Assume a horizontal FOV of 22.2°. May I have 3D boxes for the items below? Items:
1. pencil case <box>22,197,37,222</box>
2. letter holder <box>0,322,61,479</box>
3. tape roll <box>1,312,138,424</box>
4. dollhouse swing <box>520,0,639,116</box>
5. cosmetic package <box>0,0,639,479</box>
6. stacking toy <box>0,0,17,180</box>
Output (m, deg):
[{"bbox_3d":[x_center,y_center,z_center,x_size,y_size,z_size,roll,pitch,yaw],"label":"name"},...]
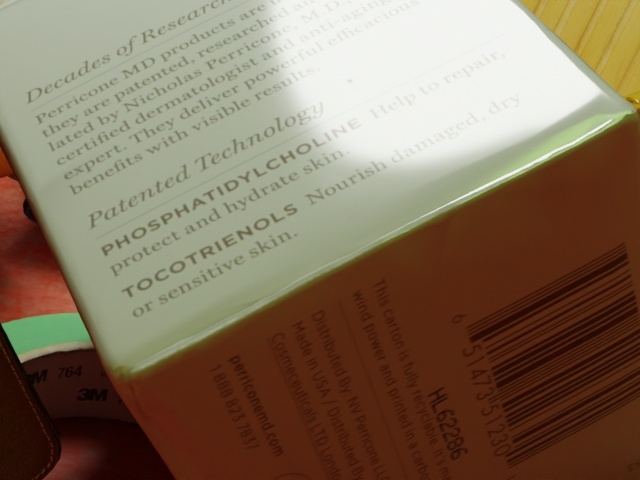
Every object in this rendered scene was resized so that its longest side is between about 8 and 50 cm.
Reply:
[{"bbox_3d":[-0.205,-0.159,1.562,0.133,0.306,0.119,-4,-16,29],"label":"pencil case"},{"bbox_3d":[-0.356,0.129,1.114,0.302,0.214,0.152,-29,15,-14],"label":"letter holder"},{"bbox_3d":[-0.159,0.179,1.248,0.321,0.077,0.321,11,32,-7],"label":"tape roll"},{"bbox_3d":[0.241,-0.264,1.907,0.315,0.305,0.347,-18,45,-43],"label":"dollhouse swing"},{"bbox_3d":[0.000,0.000,1.112,0.327,0.329,0.394,-28,43,-7],"label":"cosmetic package"},{"bbox_3d":[-0.487,-0.113,1.357,0.480,0.350,0.350,-31,51,-22],"label":"stacking toy"}]
